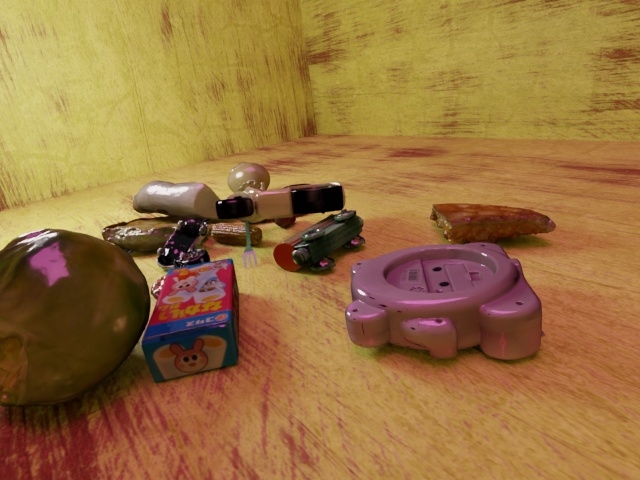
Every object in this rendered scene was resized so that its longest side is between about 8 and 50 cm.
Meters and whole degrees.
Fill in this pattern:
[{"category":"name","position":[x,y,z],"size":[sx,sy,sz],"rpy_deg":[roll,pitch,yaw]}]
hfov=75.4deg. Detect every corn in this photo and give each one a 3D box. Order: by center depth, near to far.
[{"category":"corn","position":[-0.275,-0.022,1.340],"size":[0.207,0.068,0.068],"rpy_deg":[5,25,31]}]

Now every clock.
[{"category":"clock","position":[0.214,0.102,0.785],"size":[0.321,0.114,0.296],"rpy_deg":[-6,21,10]},{"category":"clock","position":[-0.114,-0.118,1.272],"size":[0.378,0.121,0.276],"rpy_deg":[-3,10,-3]}]

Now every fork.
[{"category":"fork","position":[-0.217,-0.004,1.229],"size":[0.039,0.021,0.235],"rpy_deg":[-8,41,-8]}]

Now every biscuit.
[{"category":"biscuit","position":[-0.538,-0.028,1.422],"size":[0.334,0.079,0.329],"rpy_deg":[12,21,36]}]

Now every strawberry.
[{"category":"strawberry","position":[-0.126,-0.084,1.438],"size":[0.083,0.083,0.096],"rpy_deg":[5,-7,30]}]

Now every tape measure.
[{"category":"tape measure","position":[-0.361,0.062,1.176],"size":[0.094,0.054,0.091],"rpy_deg":[-28,30,-28]}]

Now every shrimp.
[{"category":"shrimp","position":[-0.340,0.110,1.072],"size":[0.190,0.042,0.101],"rpy_deg":[-16,43,-22]}]

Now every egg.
[{"category":"egg","position":[-0.324,-0.270,1.868],"size":[0.201,0.165,0.164],"rpy_deg":[-3,22,19]}]

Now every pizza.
[{"category":"pizza","position":[0.453,-0.056,1.138],"size":[0.268,0.087,0.258],"rpy_deg":[-4,17,7]}]

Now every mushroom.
[{"category":"mushroom","position":[-0.545,-0.144,1.502],"size":[0.396,0.126,0.177],"rpy_deg":[8,-14,21]}]

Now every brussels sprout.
[{"category":"brussels sprout","position":[-0.479,0.121,0.741],"size":[0.343,0.268,0.344],"rpy_deg":[-3,46,3]}]

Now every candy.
[{"category":"candy","position":[-0.253,0.147,0.860],"size":[0.157,0.100,0.306],"rpy_deg":[-10,20,-8]}]

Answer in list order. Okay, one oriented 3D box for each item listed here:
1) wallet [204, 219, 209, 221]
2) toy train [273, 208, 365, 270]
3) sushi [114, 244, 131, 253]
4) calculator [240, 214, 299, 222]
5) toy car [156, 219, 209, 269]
[{"category":"wallet","position":[-0.395,-0.105,1.603],"size":[0.156,0.018,0.082],"rpy_deg":[-17,24,25]},{"category":"toy train","position":[0.000,0.000,1.148],"size":[0.177,0.116,0.285],"rpy_deg":[-7,18,41]},{"category":"sushi","position":[-0.701,0.022,1.432],"size":[0.139,0.031,0.201],"rpy_deg":[-1,22,20]},{"category":"calculator","position":[-0.174,-0.117,1.591],"size":[0.293,0.043,0.194],"rpy_deg":[-8,20,-8]},{"category":"toy car","position":[-0.421,0.013,1.269],"size":[0.095,0.056,0.205],"rpy_deg":[11,52,15]}]
